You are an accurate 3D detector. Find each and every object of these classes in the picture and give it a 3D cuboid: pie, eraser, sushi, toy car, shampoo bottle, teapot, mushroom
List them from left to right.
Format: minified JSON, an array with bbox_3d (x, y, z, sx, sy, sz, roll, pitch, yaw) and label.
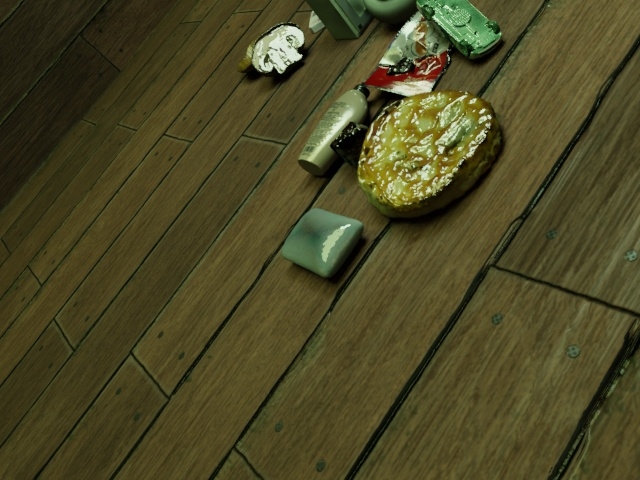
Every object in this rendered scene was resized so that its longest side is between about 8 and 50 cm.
[{"bbox_3d":[-0.127,-0.594,1.926,0.188,0.141,0.117,-38,3,6],"label":"mushroom"},{"bbox_3d":[-0.003,-0.725,1.994,0.065,0.026,0.105,-21,43,27],"label":"eraser"},{"bbox_3d":[0.042,-0.277,1.492,0.127,0.078,0.256,13,66,53],"label":"shampoo bottle"},{"bbox_3d":[0.075,-0.222,1.392,0.084,0.098,0.094,-47,32,-4],"label":"sushi"},{"bbox_3d":[0.195,-0.678,1.622,0.294,0.129,0.193,6,96,32],"label":"teapot"},{"bbox_3d":[0.217,-0.180,1.230,0.315,0.092,0.315,-21,46,24],"label":"pie"},{"bbox_3d":[0.315,-0.492,1.394,0.090,0.076,0.224,-35,66,-3],"label":"toy car"}]

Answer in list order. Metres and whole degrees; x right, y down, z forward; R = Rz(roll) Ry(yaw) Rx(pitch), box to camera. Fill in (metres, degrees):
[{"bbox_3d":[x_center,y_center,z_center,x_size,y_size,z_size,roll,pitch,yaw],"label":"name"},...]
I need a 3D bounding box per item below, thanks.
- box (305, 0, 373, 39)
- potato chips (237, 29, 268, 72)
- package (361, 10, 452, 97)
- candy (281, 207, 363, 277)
[{"bbox_3d":[0.077,-0.748,1.768,0.117,0.225,0.225,21,73,51],"label":"box"},{"bbox_3d":[-0.198,-0.635,2.063,0.208,0.062,0.195,-33,32,31],"label":"potato chips"},{"bbox_3d":[0.237,-0.456,1.481,0.194,0.071,0.269,17,76,44],"label":"package"},{"bbox_3d":[0.000,0.000,1.284,0.174,0.071,0.138,21,72,52],"label":"candy"}]
